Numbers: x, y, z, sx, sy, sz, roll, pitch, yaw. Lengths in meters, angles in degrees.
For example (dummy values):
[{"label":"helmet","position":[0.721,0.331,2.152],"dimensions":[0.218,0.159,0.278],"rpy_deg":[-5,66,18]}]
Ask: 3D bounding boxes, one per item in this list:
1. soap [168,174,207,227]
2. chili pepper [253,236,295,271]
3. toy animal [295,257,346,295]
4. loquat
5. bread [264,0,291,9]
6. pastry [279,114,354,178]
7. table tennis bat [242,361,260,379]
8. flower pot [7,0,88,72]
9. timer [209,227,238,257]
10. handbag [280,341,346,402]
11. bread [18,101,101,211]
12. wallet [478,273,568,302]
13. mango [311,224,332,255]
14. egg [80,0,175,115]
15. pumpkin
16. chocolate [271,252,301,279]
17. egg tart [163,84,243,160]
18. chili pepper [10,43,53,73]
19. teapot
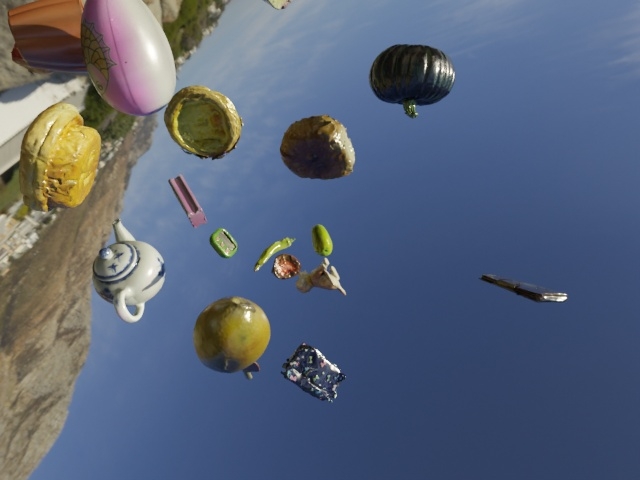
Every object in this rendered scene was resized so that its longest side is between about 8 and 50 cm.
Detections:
[{"label":"soap","position":[-0.555,-0.163,1.679],"dimensions":[0.065,0.122,0.203],"rpy_deg":[-30,-108,-16]},{"label":"chili pepper","position":[-0.176,0.043,1.431],"dimensions":[0.208,0.049,0.043],"rpy_deg":[-40,171,-34]},{"label":"toy animal","position":[-0.008,0.197,1.723],"dimensions":[0.185,0.184,0.104],"rpy_deg":[-30,-170,18]},{"label":"loquat","position":[-0.177,0.186,0.809],"dimensions":[0.152,0.152,0.195],"rpy_deg":[-97,-158,-53]},{"label":"bread","position":[-0.196,-0.933,1.368],"dimensions":[0.187,0.155,0.338],"rpy_deg":[-50,-121,10]},{"label":"pastry","position":[-0.004,-0.254,1.129],"dimensions":[0.229,0.218,0.100],"rpy_deg":[111,-8,-52]},{"label":"table tennis bat","position":[-0.193,0.322,1.020],"dimensions":[0.087,0.156,0.013],"rpy_deg":[8,-127,8]},{"label":"flower pot","position":[-0.683,-0.529,1.035],"dimensions":[0.173,0.190,0.190],"rpy_deg":[-14,-153,-21]},{"label":"timer","position":[-0.462,0.014,1.915],"dimensions":[0.047,0.140,0.128],"rpy_deg":[-30,-165,28]},{"label":"handbag","position":[-0.029,0.526,1.593],"dimensions":[0.162,0.260,0.113],"rpy_deg":[-55,-158,-14]},{"label":"bread","position":[-0.572,-0.174,0.882],"dimensions":[0.198,0.120,0.236],"rpy_deg":[-100,-149,-54]},{"label":"wallet","position":[0.596,0.137,1.195],"dimensions":[0.232,0.122,0.031],"rpy_deg":[-153,-110,-67]},{"label":"mango","position":[0.001,-0.001,1.919],"dimensions":[0.089,0.163,0.117],"rpy_deg":[-18,167,-14]},{"label":"egg","position":[-0.443,-0.430,0.929],"dimensions":[0.196,0.271,0.196],"rpy_deg":[-7,-166,2]},{"label":"pumpkin","position":[0.209,-0.376,0.923],"dimensions":[0.194,0.194,0.150],"rpy_deg":[-102,-150,-54]},{"label":"chocolate","position":[-0.159,0.125,1.896],"dimensions":[0.127,0.133,0.124],"rpy_deg":[-80,-168,-56]},{"label":"egg tart","position":[-0.418,-0.427,1.447],"dimensions":[0.279,0.279,0.095],"rpy_deg":[-25,-140,18]},{"label":"chili pepper","position":[-0.890,-0.617,1.325],"dimensions":[0.253,0.136,0.144],"rpy_deg":[16,-148,24]},{"label":"teapot","position":[-0.720,0.108,1.477],"dimensions":[0.252,0.280,0.424],"rpy_deg":[-19,-123,-2]}]
